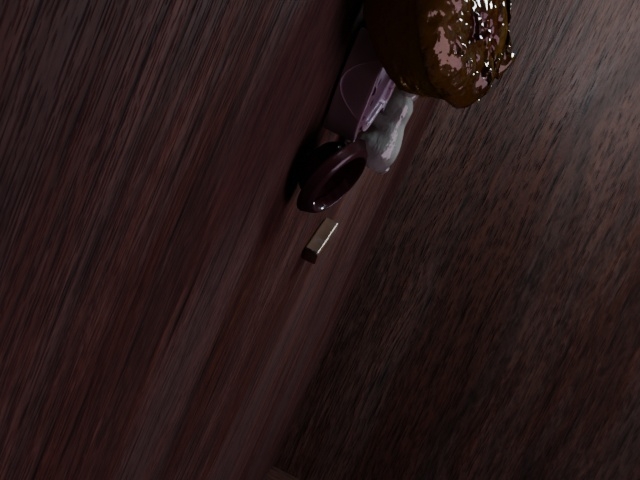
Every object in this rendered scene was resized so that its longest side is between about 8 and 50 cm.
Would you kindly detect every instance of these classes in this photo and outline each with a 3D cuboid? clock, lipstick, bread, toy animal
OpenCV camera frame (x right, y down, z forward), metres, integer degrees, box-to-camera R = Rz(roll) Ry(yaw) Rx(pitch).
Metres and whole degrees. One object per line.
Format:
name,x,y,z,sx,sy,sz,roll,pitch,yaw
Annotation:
clock,0.120,-0.385,1.688,0.290,0.080,0.275,-68,171,26
lipstick,0.000,0.000,2.146,0.145,0.045,0.045,-56,166,-43
bread,0.232,-0.434,1.491,0.358,0.204,0.336,30,77,-52
toy animal,0.155,-0.310,1.915,0.140,0.138,0.282,-31,143,-79

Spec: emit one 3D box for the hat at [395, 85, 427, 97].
hat,0.246,-0.513,1.957,0.233,0.244,0.233,-27,-121,59

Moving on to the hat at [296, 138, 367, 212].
hat,0.013,-0.146,1.634,0.205,0.089,0.205,-40,164,-14
